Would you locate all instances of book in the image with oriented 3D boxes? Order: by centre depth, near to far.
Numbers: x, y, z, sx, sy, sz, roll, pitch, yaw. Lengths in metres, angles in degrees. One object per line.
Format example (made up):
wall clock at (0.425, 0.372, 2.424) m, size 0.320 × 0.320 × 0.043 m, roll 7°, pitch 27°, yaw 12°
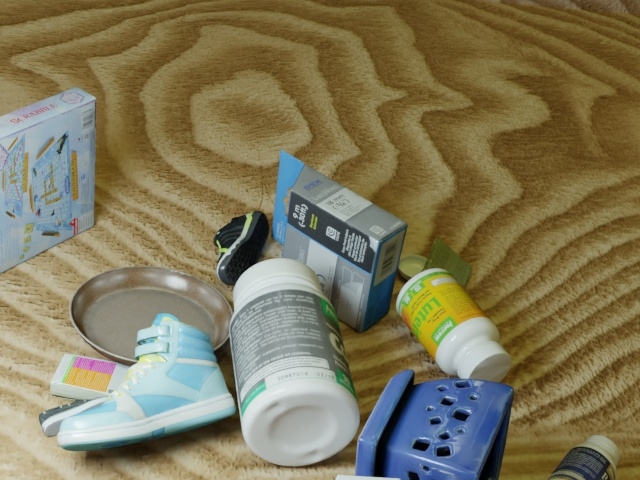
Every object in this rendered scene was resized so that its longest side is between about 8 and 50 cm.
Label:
book at (-0.402, 0.250, 2.023) m, size 0.144 × 0.035 × 0.096 m, roll 11°, pitch 33°, yaw -1°

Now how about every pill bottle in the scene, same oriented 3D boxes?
pill bottle at (0.461, 0.415, 1.966) m, size 0.094 × 0.094 × 0.169 m, roll 29°, pitch 40°, yaw 23°
pill bottle at (-0.057, 0.208, 2.021) m, size 0.204 × 0.204 × 0.361 m, roll 1°, pitch 38°, yaw -12°
pill bottle at (0.264, 0.178, 2.198) m, size 0.136 × 0.136 × 0.245 m, roll -11°, pitch 41°, yaw -26°

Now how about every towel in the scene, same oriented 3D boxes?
towel at (0.271, 0.066, 2.412) m, size 0.110 × 0.027 × 0.148 m, roll 39°, pitch 37°, yaw -8°

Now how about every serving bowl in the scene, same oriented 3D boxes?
serving bowl at (0.205, 0.066, 2.425) m, size 0.083 × 0.027 × 0.083 m, roll 6°, pitch 37°, yaw -5°

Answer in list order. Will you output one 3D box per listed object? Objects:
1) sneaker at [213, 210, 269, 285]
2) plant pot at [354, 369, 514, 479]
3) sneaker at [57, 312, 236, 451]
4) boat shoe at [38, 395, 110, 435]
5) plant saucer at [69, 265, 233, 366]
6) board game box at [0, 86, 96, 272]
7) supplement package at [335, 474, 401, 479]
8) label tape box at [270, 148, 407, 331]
sneaker at (-0.184, 0.019, 2.370) m, size 0.097 × 0.084 × 0.234 m, roll -3°, pitch 30°, yaw 22°
plant pot at (0.181, 0.365, 1.859) m, size 0.212 × 0.236 × 0.236 m, roll 14°, pitch 36°, yaw 16°
sneaker at (-0.312, 0.237, 1.915) m, size 0.319 × 0.127 × 0.208 m, roll -8°, pitch 78°, yaw -35°
boat shoe at (-0.418, 0.295, 1.945) m, size 0.142 × 0.049 × 0.040 m, roll -16°, pitch 43°, yaw -28°
plant saucer at (-0.321, 0.153, 2.140) m, size 0.310 × 0.050 × 0.310 m, roll 9°, pitch 30°, yaw -5°
board game box at (-0.583, -0.108, 2.216) m, size 0.066 × 0.318 × 0.318 m, roll 30°, pitch 40°, yaw 26°
supplement package at (0.059, 0.447, 1.652) m, size 0.105 × 0.105 × 0.179 m, roll 1°, pitch 33°, yaw 18°
label tape box at (0.000, 0.000, 2.285) m, size 0.334 × 0.240 × 0.106 m, roll 31°, pitch 43°, yaw 27°
